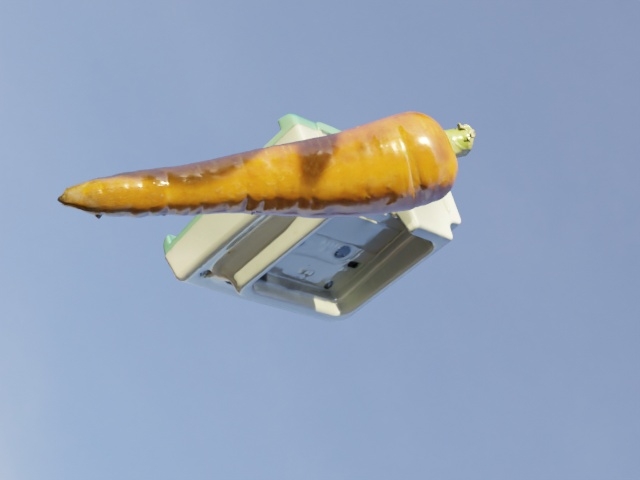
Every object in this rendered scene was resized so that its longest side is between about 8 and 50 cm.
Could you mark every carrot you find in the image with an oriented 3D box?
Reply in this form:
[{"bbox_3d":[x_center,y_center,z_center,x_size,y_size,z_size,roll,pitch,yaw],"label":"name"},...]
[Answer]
[{"bbox_3d":[-0.027,-0.033,0.827,0.061,0.257,0.061,169,-90,-78],"label":"carrot"}]

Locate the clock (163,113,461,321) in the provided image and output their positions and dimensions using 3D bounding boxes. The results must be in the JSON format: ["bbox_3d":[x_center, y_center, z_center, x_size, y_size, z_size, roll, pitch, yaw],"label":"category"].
[{"bbox_3d":[0.000,0.000,1.514,0.231,0.262,0.116,-43,-129,25],"label":"clock"}]
